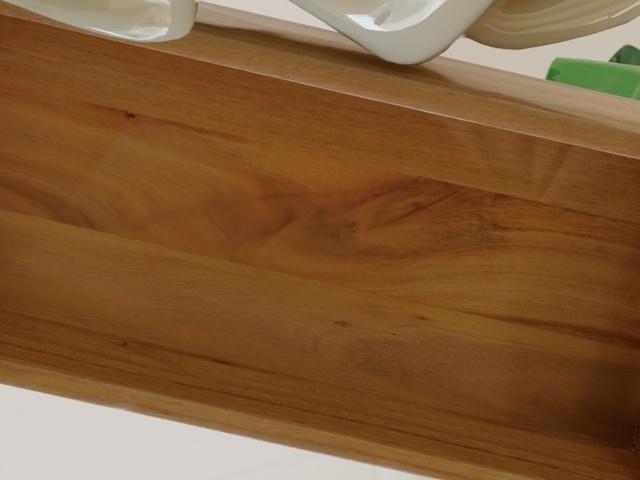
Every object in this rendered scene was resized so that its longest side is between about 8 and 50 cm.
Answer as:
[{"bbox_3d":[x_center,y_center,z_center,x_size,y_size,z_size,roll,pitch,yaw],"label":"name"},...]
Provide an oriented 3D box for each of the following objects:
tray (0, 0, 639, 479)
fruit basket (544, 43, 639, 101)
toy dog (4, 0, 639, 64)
[{"bbox_3d":[0.000,0.000,0.812,0.076,0.411,0.202,-84,6,-69],"label":"tray"},{"bbox_3d":[0.295,0.006,0.997,0.327,0.353,0.165,23,-89,-48],"label":"fruit basket"},{"bbox_3d":[0.015,-0.285,0.660,0.284,0.395,0.408,-45,-18,-50],"label":"toy dog"}]
